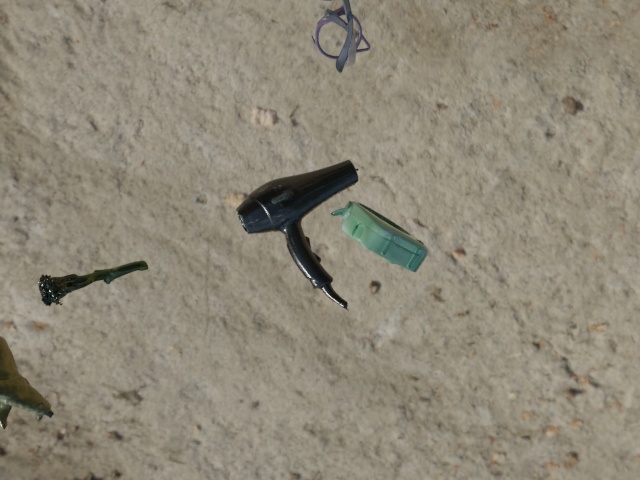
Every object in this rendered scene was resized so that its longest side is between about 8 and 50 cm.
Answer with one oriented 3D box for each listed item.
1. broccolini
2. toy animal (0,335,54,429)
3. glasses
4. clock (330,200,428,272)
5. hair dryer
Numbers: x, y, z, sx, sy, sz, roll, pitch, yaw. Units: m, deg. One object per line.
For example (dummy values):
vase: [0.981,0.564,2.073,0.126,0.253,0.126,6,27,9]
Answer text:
broccolini: [-0.450,0.073,1.260,0.216,0.067,0.058,-16,153,-28]
toy animal: [-0.612,0.268,1.205,0.218,0.101,0.103,54,160,12]
glasses: [0.026,-0.223,0.635,0.063,0.103,0.139,-18,131,-3]
clock: [0.070,-0.012,0.802,0.101,0.135,0.041,25,99,-33]
hair dryer: [0.000,0.000,1.130,0.236,0.091,0.271,-24,85,-9]
